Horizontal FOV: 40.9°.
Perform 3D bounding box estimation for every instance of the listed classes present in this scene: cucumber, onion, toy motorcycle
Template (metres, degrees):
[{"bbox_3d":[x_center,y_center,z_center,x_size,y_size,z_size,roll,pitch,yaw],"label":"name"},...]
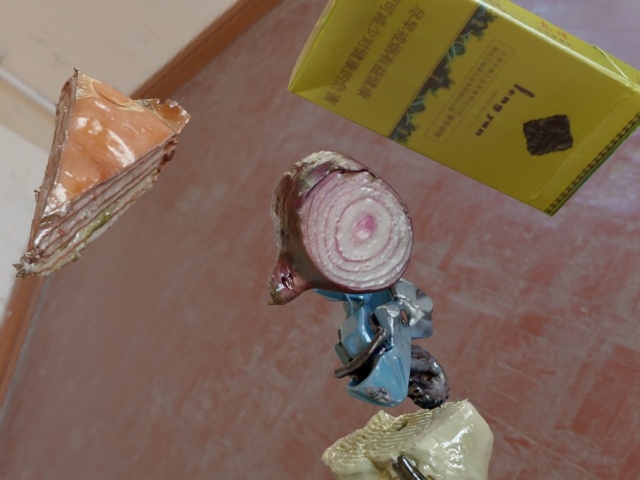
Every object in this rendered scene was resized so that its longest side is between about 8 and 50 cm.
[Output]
[{"bbox_3d":[0.169,0.411,1.413,0.033,0.135,0.034,-41,3,-27],"label":"cucumber"},{"bbox_3d":[0.000,0.000,1.107,0.218,0.195,0.140,-47,32,-10],"label":"onion"},{"bbox_3d":[0.078,0.142,1.566,0.172,0.232,0.416,-42,73,30],"label":"toy motorcycle"}]

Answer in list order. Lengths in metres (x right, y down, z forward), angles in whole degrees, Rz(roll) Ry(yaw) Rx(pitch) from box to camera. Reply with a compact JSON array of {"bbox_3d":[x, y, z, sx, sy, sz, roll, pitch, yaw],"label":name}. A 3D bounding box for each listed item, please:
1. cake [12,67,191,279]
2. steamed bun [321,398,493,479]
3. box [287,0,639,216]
[{"bbox_3d":[-0.229,-0.070,0.820,0.098,0.135,0.287,-43,15,33],"label":"cake"},{"bbox_3d":[0.173,0.438,1.604,0.320,0.206,0.275,-22,6,45],"label":"steamed bun"},{"bbox_3d":[0.127,-0.132,0.731,0.153,0.279,0.041,-56,17,40],"label":"box"}]
